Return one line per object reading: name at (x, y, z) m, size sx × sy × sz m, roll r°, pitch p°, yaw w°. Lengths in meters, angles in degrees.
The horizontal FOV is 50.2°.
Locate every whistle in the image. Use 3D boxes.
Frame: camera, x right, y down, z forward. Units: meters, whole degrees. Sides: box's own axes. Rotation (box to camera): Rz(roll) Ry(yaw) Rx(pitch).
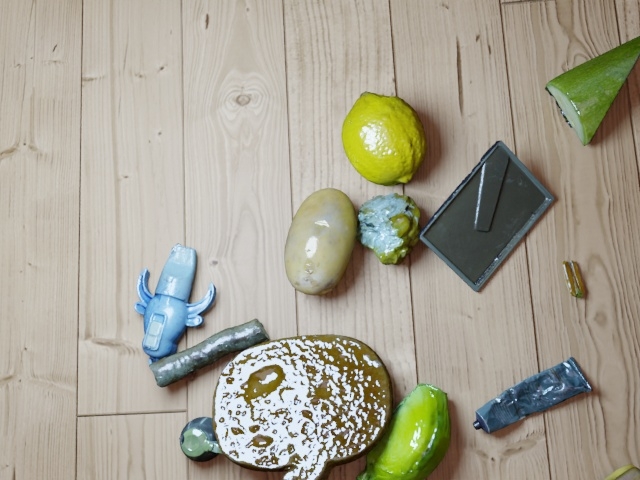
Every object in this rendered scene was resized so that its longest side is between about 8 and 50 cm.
whistle at (-0.326, 0.140, 1.482) m, size 0.180 × 0.093 × 0.269 m, roll 12°, pitch 76°, yaw 14°

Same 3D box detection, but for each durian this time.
durian at (0.180, 0.407, 1.370) m, size 0.139 × 0.101 × 0.250 m, roll 24°, pitch 82°, yaw 45°

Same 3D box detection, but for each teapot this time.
teapot at (-0.237, 0.411, 1.415) m, size 0.124 × 0.091 × 0.092 m, roll -17°, pitch 80°, yaw 4°

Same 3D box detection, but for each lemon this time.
lemon at (0.137, -0.213, 1.447) m, size 0.193 × 0.180 × 0.180 m, roll 38°, pitch 86°, yaw 12°

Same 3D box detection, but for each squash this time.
squash at (0.636, -0.335, 1.451) m, size 0.252 × 0.093 × 0.169 m, roll -26°, pitch 76°, yaw 1°

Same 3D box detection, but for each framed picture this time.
framed picture at (0.348, -0.050, 1.422) m, size 0.192 × 0.018 × 0.265 m, roll 42°, pitch 86°, yaw -20°

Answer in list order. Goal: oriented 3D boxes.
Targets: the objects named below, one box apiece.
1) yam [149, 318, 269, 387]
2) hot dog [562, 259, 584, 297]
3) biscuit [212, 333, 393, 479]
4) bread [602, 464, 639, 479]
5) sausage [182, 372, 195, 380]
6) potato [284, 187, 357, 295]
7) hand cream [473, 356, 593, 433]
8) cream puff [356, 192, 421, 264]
yam at (-0.234, 0.234, 1.444) m, size 0.253 × 0.061 × 0.061 m, roll -23°, pitch 78°, yaw -9°
hot dog at (0.527, 0.081, 1.426) m, size 0.037 × 0.021 × 0.083 m, roll -5°, pitch 76°, yaw -16°
biscuit at (-0.034, 0.344, 1.376) m, size 0.367 × 0.063 × 0.314 m, roll -7°, pitch 63°, yaw 2°
bread at (0.584, 0.490, 1.328) m, size 0.115 × 0.056 × 0.082 m, roll -37°, pitch 82°, yaw -6°
sausage at (-0.311, 0.283, 1.476) m, size 0.083 × 0.034 × 0.034 m, roll 7°, pitch 81°, yaw 5°
potato at (0.000, 0.000, 1.429) m, size 0.150 × 0.146 × 0.234 m, roll 7°, pitch 80°, yaw 19°
hand cream at (0.421, 0.321, 1.378) m, size 0.248 × 0.052 × 0.075 m, roll -26°, pitch 79°, yaw 1°
cream puff at (0.148, -0.022, 1.444) m, size 0.121 × 0.156 × 0.156 m, roll -20°, pitch 74°, yaw -41°
